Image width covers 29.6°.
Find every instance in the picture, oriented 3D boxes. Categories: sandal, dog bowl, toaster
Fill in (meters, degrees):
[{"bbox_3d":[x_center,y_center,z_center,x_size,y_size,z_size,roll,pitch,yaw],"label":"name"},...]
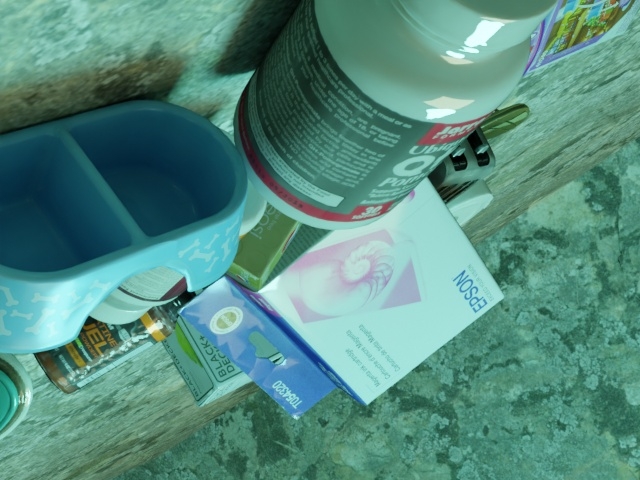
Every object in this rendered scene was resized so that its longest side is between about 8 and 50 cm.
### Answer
[{"bbox_3d":[0.206,-0.166,1.708,0.180,0.049,0.072,-17,166,7],"label":"sandal"},{"bbox_3d":[-0.181,-0.023,0.949,0.297,0.166,0.074,-23,156,-40],"label":"dog bowl"},{"bbox_3d":[0.121,-0.095,1.605,0.186,0.110,0.168,-36,168,29],"label":"toaster"}]

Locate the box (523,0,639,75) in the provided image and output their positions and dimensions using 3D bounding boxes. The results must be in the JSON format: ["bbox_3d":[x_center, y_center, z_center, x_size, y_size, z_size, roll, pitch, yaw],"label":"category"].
[{"bbox_3d":[0.234,-0.269,1.024,0.201,0.057,0.293,-25,154,-31],"label":"box"}]

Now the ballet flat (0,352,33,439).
[{"bbox_3d":[-0.459,0.195,1.356,0.400,0.139,0.139,-31,171,25],"label":"ballet flat"}]

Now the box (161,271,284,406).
[{"bbox_3d":[-0.094,0.109,1.814,0.290,0.169,0.087,-23,168,-33],"label":"box"}]

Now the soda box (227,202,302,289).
[{"bbox_3d":[-0.043,-0.041,1.310,0.181,0.061,0.058,-57,176,-14],"label":"soda box"}]

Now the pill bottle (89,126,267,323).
[{"bbox_3d":[-0.157,-0.010,1.171,0.121,0.121,0.221,-21,166,-45],"label":"pill bottle"}]

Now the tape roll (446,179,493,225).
[{"bbox_3d":[0.136,-0.039,1.960,0.286,0.100,0.286,-30,169,-6],"label":"tape roll"}]

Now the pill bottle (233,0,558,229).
[{"bbox_3d":[0.057,-0.146,0.965,0.176,0.176,0.318,-25,169,-30],"label":"pill bottle"}]

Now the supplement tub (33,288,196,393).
[{"bbox_3d":[-0.250,0.095,1.470,0.198,0.106,0.106,-31,170,-2],"label":"supplement tub"}]

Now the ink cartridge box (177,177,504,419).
[{"bbox_3d":[0.040,0.078,1.506,0.330,0.071,0.324,-40,139,1],"label":"ink cartridge box"}]
